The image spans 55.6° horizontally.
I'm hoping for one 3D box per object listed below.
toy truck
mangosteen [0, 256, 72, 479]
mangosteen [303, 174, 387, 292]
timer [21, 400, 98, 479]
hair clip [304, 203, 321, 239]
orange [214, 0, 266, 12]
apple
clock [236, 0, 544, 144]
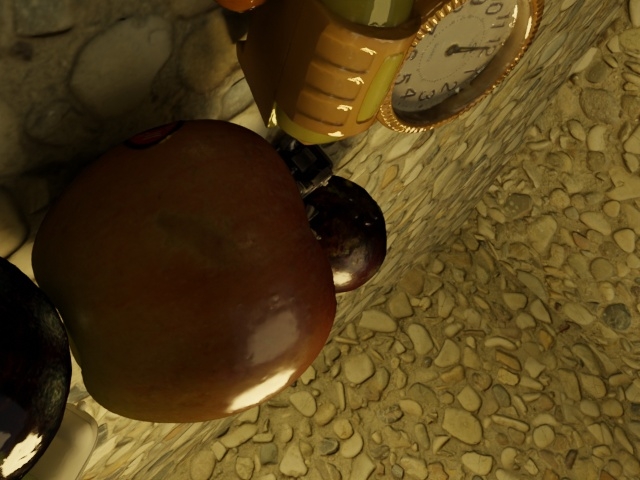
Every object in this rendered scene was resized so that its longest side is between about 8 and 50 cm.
[{"bbox_3d":[-0.085,-0.075,0.985,0.216,0.110,0.116,-41,177,-17],"label":"toy truck"},{"bbox_3d":[-0.346,0.132,0.490,0.288,0.288,0.288,-41,164,-14],"label":"mangosteen"},{"bbox_3d":[0.000,0.000,1.201,0.231,0.231,0.289,-32,180,-39],"label":"mangosteen"},{"bbox_3d":[-0.473,0.388,0.956,0.291,0.290,0.315,-57,-176,36],"label":"timer"},{"bbox_3d":[-0.047,-0.014,1.010,0.116,0.049,0.172,-36,-170,-11],"label":"hair clip"},{"bbox_3d":[-0.076,-0.259,0.570,0.083,0.083,0.083,-41,164,-14],"label":"orange"},{"bbox_3d":[-0.159,0.036,0.694,0.305,0.338,0.338,-22,160,-9],"label":"apple"},{"bbox_3d":[0.090,-0.241,0.679,0.317,0.200,0.244,-14,153,-29],"label":"clock"}]
